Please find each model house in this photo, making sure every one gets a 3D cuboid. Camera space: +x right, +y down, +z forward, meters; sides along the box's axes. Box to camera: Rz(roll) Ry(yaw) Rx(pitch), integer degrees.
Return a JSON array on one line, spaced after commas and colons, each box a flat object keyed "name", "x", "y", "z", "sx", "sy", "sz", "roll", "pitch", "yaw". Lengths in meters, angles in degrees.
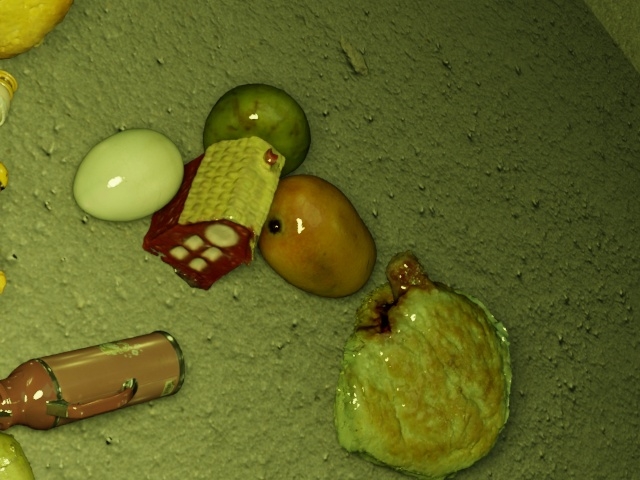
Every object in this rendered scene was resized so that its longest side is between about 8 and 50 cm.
[{"name": "model house", "x": -0.169, "y": -0.059, "z": 1.826, "sx": 0.160, "sy": 0.254, "sz": 0.196, "roll": 33, "pitch": 50, "yaw": -22}]

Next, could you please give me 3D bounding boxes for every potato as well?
[{"name": "potato", "x": -0.454, "y": 0.360, "z": 1.478, "sx": 0.105, "sy": 0.085, "sz": 0.188, "roll": -10, "pitch": 73, "yaw": -22}]

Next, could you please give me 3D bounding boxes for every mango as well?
[{"name": "mango", "x": 0.000, "y": 0.000, "z": 2.014, "sx": 0.317, "sy": 0.173, "sz": 0.211, "roll": 34, "pitch": 52, "yaw": -45}]

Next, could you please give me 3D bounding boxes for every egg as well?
[{"name": "egg", "x": -0.328, "y": -0.109, "z": 1.776, "sx": 0.209, "sy": 0.151, "sz": 0.151, "roll": -32, "pitch": 93, "yaw": -38}]

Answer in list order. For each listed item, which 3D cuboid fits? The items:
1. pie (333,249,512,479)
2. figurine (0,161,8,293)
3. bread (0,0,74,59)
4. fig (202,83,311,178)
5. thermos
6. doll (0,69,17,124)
[{"name": "pie", "x": 0.198, "y": 0.280, "z": 2.063, "sx": 0.395, "sy": 0.180, "sz": 0.418, "roll": 35, "pitch": 58, "yaw": -23}, {"name": "figurine", "x": -0.582, "y": -0.011, "z": 1.462, "sx": 0.320, "sy": 0.196, "sz": 0.323, "roll": -25, "pitch": 82, "yaw": -24}, {"name": "bread", "x": -0.519, "y": -0.460, "z": 1.613, "sx": 0.215, "sy": 0.398, "sz": 0.398, "roll": 25, "pitch": 54, "yaw": -47}, {"name": "fig", "x": -0.118, "y": -0.214, "z": 1.998, "sx": 0.203, "sy": 0.203, "sz": 0.225, "roll": 47, "pitch": 25, "yaw": -16}, {"name": "thermos", "x": -0.363, "y": 0.230, "z": 1.595, "sx": 0.330, "sy": 0.109, "sz": 0.136, "roll": -10, "pitch": 52, "yaw": -45}, {"name": "doll", "x": -0.549, "y": -0.223, "z": 1.692, "sx": 0.084, "sy": 0.073, "sz": 0.127, "roll": 16, "pitch": 48, "yaw": 2}]
